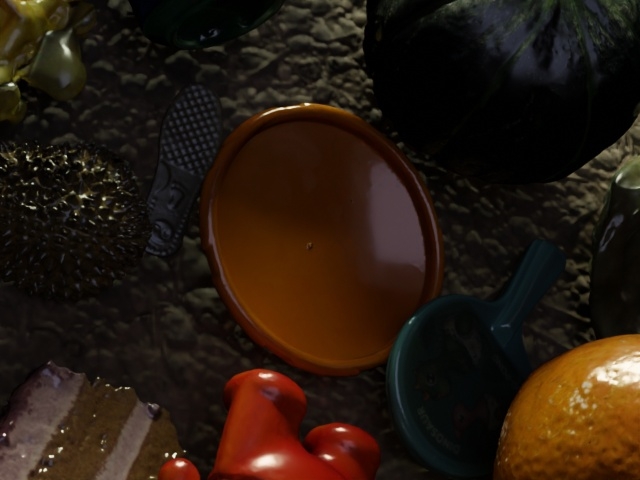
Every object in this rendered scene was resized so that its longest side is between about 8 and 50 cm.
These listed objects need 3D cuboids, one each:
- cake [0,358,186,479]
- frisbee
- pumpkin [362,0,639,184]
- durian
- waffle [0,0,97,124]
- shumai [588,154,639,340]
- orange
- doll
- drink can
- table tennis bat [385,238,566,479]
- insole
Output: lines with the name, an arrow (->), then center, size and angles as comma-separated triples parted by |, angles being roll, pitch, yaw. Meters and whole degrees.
cake -> -0.168, 0.199, 0.713 | 0.116, 0.113, 0.295 | 31, 57, -12
frisbee -> 0.000, 0.000, 0.887 | 0.192, 0.035, 0.192 | 10, 71, -30
pumpkin -> 0.135, -0.147, 0.929 | 0.221, 0.162, 0.220 | 9, 63, -19
durian -> -0.170, -0.026, 0.810 | 0.140, 0.071, 0.110 | 17, 65, -11
waffle -> -0.290, -0.182, 0.818 | 0.329, 0.062, 0.329 | 9, 67, -21
shumai -> 0.372, 0.028, 0.908 | 0.309, 0.263, 0.303 | -1, 74, -23
orange -> 0.216, 0.162, 0.814 | 0.224, 0.224, 0.170 | 37, 56, -7
doll -> -0.047, 0.247, 0.739 | 0.200, 0.105, 0.336 | 39, 52, -36
drink can -> -0.102, -0.239, 0.889 | 0.118, 0.118, 0.204 | -20, 78, -27
table tennis bat -> 0.115, 0.074, 0.908 | 0.124, 0.033, 0.201 | 49, 58, -17
insole -> -0.095, -0.050, 0.886 | 0.045, 0.002, 0.135 | 22, 65, -14
